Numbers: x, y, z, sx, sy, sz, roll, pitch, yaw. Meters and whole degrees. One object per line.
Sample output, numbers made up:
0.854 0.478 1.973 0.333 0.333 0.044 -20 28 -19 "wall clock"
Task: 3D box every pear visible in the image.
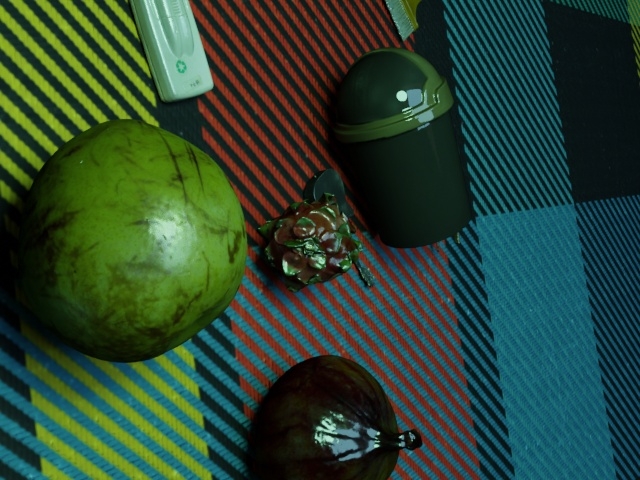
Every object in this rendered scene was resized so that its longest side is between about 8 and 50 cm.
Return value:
-0.223 0.002 1.062 0.283 0.283 0.284 13 73 -49 "pear"

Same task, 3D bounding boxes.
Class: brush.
0.203 -0.512 1.870 0.272 0.013 0.103 -52 122 -43 "brush"

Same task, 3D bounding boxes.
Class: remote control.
-0.217 -0.315 1.287 0.090 0.049 0.230 -28 106 -47 "remote control"

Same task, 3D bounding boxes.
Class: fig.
0.015 0.288 1.343 0.235 0.214 0.235 3 82 -25 "fig"

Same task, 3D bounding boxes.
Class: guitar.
0.043 -0.015 1.565 0.088 0.025 0.233 -51 121 -44 "guitar"

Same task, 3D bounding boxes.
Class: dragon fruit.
-0.003 -0.003 1.429 0.236 0.135 0.137 -28 102 -59 "dragon fruit"

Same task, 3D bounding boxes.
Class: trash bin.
0.138 -0.170 1.573 0.214 0.214 0.334 -42 123 -46 "trash bin"

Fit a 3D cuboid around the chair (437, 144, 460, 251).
0.224 -0.092 1.759 0.095 0.104 0.222 24 67 -75 "chair"
